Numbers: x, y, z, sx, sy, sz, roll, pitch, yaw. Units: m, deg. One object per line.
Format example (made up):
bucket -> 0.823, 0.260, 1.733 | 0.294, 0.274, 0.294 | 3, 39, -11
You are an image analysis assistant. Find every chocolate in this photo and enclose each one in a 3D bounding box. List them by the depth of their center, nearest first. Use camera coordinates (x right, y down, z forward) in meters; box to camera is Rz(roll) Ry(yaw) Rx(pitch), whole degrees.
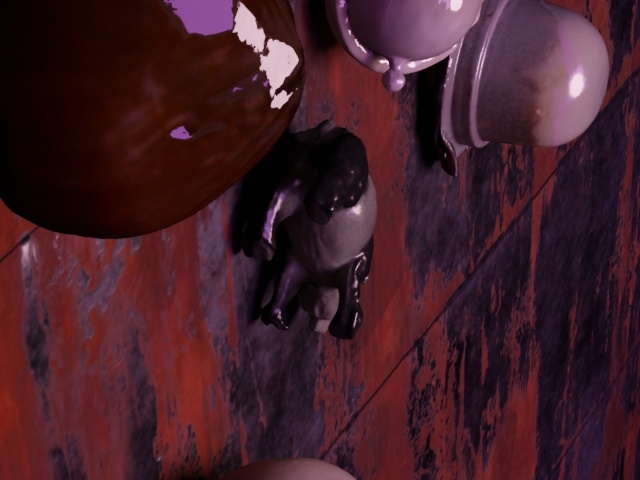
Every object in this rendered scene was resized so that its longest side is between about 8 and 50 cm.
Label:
chocolate -> 0.200, -0.156, 1.839 | 0.221, 0.147, 0.221 | -46, 147, -42

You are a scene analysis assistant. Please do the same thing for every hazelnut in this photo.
hazelnut -> -0.115, -0.112, 1.138 | 0.217, 0.217, 0.251 | -61, 153, -25

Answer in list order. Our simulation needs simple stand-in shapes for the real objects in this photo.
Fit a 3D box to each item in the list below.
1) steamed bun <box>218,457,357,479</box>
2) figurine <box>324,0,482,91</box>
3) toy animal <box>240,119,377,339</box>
steamed bun -> -0.052, 0.287, 1.589 | 0.232, 0.145, 0.232 | -21, 118, -45
figurine -> 0.077, -0.243, 1.568 | 0.162, 0.141, 0.237 | 4, 105, -36
toy animal -> 0.000, 0.000, 1.594 | 0.225, 0.093, 0.121 | 79, 28, -44
